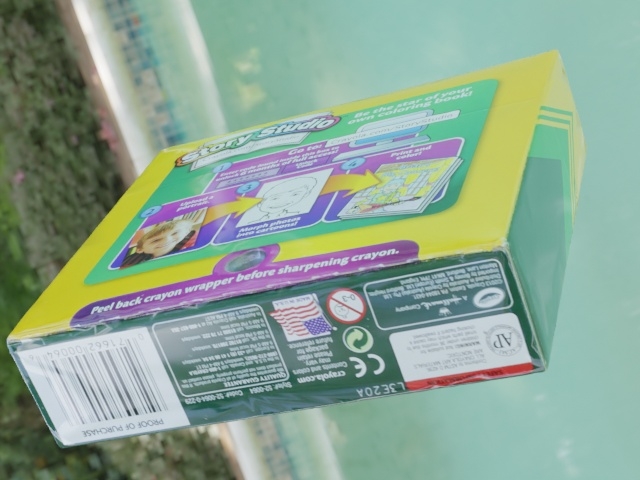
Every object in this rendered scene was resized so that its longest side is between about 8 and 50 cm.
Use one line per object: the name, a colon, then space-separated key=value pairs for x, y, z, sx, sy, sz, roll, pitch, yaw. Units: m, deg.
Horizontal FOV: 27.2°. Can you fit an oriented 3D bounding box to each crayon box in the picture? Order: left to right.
crayon box: x=0.000 y=0.000 z=0.985 sx=0.313 sy=0.362 sz=0.106 roll=-61 pitch=-45 yaw=-57
